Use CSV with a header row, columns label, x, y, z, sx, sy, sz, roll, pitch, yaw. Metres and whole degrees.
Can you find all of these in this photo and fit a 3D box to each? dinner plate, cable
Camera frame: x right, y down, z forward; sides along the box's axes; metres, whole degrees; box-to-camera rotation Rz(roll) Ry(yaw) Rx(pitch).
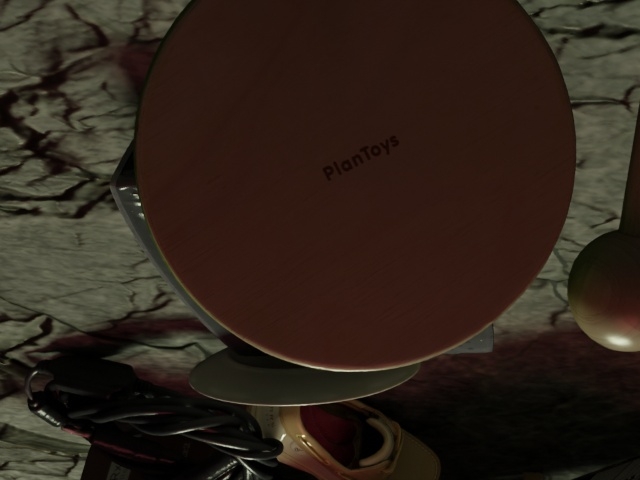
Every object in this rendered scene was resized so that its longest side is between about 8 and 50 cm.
label,x,y,z,sx,sy,sz,roll,pitch,yaw
dinner plate,-0.010,0.072,1.206,0.141,0.017,0.141,-4,-168,1
cable,-0.106,0.137,1.352,0.184,0.047,0.150,8,148,28

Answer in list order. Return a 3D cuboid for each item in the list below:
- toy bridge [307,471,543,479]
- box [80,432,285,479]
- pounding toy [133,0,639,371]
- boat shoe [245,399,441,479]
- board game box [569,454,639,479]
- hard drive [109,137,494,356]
label,x,y,z,sx,sy,sz,roll,pitch,yaw
toy bridge,0.080,0.200,1.555,0.188,0.026,0.063,-1,157,9
box,-0.040,0.321,1.544,0.143,0.191,0.381,-15,136,34
pounding toy,0.040,-0.039,0.871,0.237,0.183,0.110,1,-178,-2
boat shoe,0.027,0.144,1.388,0.170,0.063,0.059,23,156,-36
board game box,0.129,0.281,1.405,0.291,0.141,0.232,-26,180,34
hard drive,0.000,0.000,1.064,0.172,0.054,0.255,-2,157,13
